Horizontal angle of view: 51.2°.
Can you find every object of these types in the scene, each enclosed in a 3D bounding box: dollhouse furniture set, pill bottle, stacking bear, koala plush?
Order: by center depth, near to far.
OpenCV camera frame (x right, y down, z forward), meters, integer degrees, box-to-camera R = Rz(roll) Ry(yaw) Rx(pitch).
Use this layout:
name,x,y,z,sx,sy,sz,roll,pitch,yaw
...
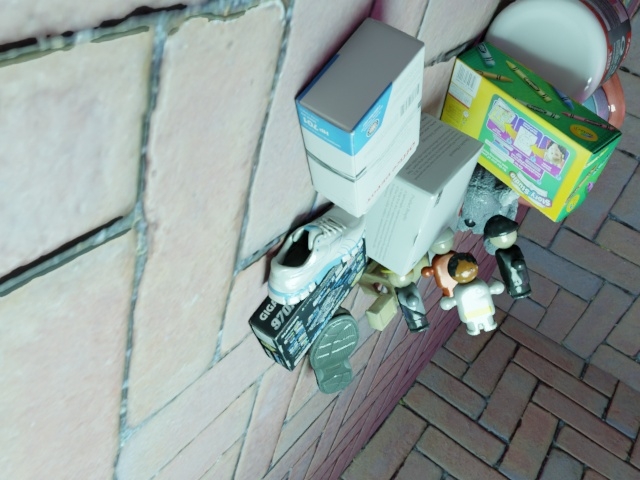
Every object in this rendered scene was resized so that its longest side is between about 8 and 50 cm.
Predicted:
name,x,y,z,sx,sy,sz,roll,pitch,yaw
dollhouse furniture set,0.106,0.038,1.241,0.182,0.101,0.161,-44,133,-34
pill bottle,0.456,-0.367,1.244,0.363,0.210,0.210,-35,151,-49
koala plush,0.342,-0.098,1.450,0.203,0.196,0.221,-69,161,-3
stacking bear,0.509,-0.282,1.501,0.288,0.164,0.175,-16,154,-4

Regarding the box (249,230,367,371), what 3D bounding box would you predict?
name,x,y,z,sx,sy,sz,roll,pitch,yaw
box,-0.009,0.079,1.018,0.220,0.051,0.175,-52,161,-17

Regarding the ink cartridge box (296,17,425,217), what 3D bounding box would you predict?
name,x,y,z,sx,sy,sz,roll,pitch,yaw
ink cartridge box,0.052,-0.136,0.784,0.140,0.082,0.191,-52,162,-17

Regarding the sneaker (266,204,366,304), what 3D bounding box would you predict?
name,x,y,z,sx,sy,sz,roll,pitch,yaw
sneaker,0.000,0.000,0.896,0.191,0.071,0.083,-48,153,-30

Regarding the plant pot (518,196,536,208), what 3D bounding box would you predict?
name,x,y,z,sx,sy,sz,roll,pitch,yaw
plant pot,0.543,-0.202,1.677,0.275,0.243,0.275,-48,159,-26

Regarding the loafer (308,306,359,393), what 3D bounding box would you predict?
name,x,y,z,sx,sy,sz,roll,pitch,yaw
loafer,0.012,0.194,1.246,0.096,0.084,0.268,-18,143,-15

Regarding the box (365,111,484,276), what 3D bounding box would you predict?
name,x,y,z,sx,sy,sz,roll,pitch,yaw
box,0.150,-0.075,1.072,0.182,0.119,0.181,-42,156,-39

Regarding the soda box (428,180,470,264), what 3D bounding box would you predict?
name,x,y,z,sx,sy,sz,roll,pitch,yaw
soda box,0.222,-0.058,1.324,0.098,0.091,0.286,-50,160,-24

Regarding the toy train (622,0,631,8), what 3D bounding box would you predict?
name,x,y,z,sx,sy,sz,roll,pitch,yaw
toy train,0.613,-0.549,1.429,0.190,0.142,0.334,-20,142,-45

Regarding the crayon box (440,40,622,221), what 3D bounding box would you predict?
name,x,y,z,sx,sy,sz,roll,pitch,yaw
crayon box,0.332,-0.181,1.108,0.081,0.278,0.165,-34,153,-24

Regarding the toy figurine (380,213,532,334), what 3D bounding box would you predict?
name,x,y,z,sx,sy,sz,roll,pitch,yaw
toy figurine,0.235,0.055,1.153,0.209,0.213,0.148,-30,107,-39
